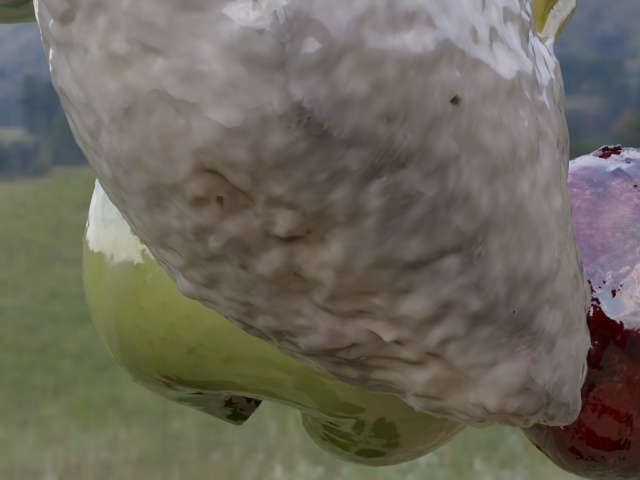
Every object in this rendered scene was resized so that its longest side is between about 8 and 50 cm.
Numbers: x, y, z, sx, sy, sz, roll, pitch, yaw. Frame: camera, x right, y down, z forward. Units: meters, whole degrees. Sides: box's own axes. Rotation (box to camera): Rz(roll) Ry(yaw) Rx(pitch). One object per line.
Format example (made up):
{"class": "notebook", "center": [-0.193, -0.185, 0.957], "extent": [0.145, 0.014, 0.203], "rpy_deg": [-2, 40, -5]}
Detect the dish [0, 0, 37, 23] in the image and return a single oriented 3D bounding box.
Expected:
{"class": "dish", "center": [-0.225, -0.243, 1.169], "extent": [0.256, 0.256, 0.117], "rpy_deg": [0, 19, 33]}

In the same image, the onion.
{"class": "onion", "center": [0.246, 0.058, 1.504], "extent": [0.276, 0.276, 0.276], "rpy_deg": [1, -2, 0]}

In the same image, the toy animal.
{"class": "toy animal", "center": [-0.004, -0.076, 0.842], "extent": [0.188, 0.226, 0.358], "rpy_deg": [-19, -48, 27]}

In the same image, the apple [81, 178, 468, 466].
{"class": "apple", "center": [0.000, 0.000, 1.223], "extent": [0.292, 0.254, 0.292], "rpy_deg": [16, -10, 3]}
